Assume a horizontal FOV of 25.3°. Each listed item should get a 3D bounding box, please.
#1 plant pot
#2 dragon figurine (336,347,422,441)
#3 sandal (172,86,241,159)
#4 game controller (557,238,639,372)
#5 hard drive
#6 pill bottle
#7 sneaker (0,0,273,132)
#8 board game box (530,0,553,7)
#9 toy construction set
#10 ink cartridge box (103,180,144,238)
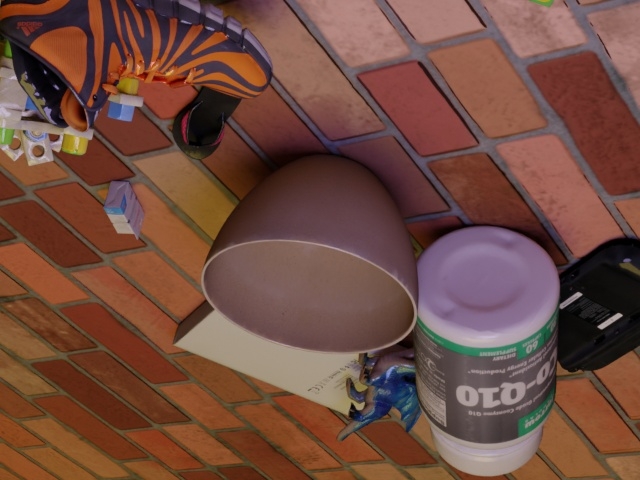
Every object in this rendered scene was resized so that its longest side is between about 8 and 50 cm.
[{"bbox_3d":[0.000,0.000,1.887,0.284,0.191,0.284,8,148,5],"label":"plant pot"},{"bbox_3d":[0.118,0.242,2.246,0.144,0.085,0.289,11,124,-11],"label":"dragon figurine"},{"bbox_3d":[-0.150,-0.151,1.838,0.067,0.040,0.179,19,148,-13],"label":"sandal"},{"bbox_3d":[0.406,0.097,2.048,0.166,0.067,0.319,34,144,-8],"label":"game controller"},{"bbox_3d":[-0.036,0.180,2.325,0.353,0.047,0.233,24,146,-19],"label":"hard drive"},{"bbox_3d":[0.234,0.167,2.023,0.204,0.204,0.361,4,140,12],"label":"pill bottle"},{"bbox_3d":[-0.204,-0.182,1.523,0.321,0.180,0.124,23,157,-28],"label":"sneaker"},{"bbox_3d":[0.188,-0.367,1.377,0.213,0.046,0.317,17,148,-7],"label":"board game box"},{"bbox_3d":[-0.358,-0.178,1.740,0.215,0.151,0.327,8,176,-22],"label":"toy construction set"},{"bbox_3d":[-0.281,-0.042,2.048,0.028,0.048,0.083,2,147,15],"label":"ink cartridge box"}]
